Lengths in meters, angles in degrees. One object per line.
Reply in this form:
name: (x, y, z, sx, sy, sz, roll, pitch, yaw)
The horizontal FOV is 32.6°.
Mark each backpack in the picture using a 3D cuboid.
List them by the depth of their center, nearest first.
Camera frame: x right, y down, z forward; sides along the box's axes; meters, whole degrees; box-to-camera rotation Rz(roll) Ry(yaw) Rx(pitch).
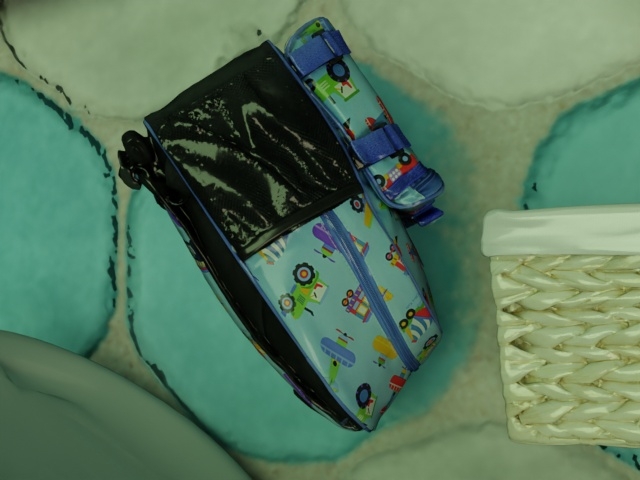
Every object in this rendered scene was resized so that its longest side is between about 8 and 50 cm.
backpack: (0.000, 0.000, 0.525, 0.117, 0.158, 0.173, -35, 88, -3)

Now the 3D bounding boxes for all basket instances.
basket: (0.164, 0.035, 0.479, 0.167, 0.113, 0.103, -3, 87, 21)

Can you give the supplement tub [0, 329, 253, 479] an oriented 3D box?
supplement tub: (-0.188, 0.234, 0.528, 0.241, 0.241, 0.331, 36, 99, 19)
